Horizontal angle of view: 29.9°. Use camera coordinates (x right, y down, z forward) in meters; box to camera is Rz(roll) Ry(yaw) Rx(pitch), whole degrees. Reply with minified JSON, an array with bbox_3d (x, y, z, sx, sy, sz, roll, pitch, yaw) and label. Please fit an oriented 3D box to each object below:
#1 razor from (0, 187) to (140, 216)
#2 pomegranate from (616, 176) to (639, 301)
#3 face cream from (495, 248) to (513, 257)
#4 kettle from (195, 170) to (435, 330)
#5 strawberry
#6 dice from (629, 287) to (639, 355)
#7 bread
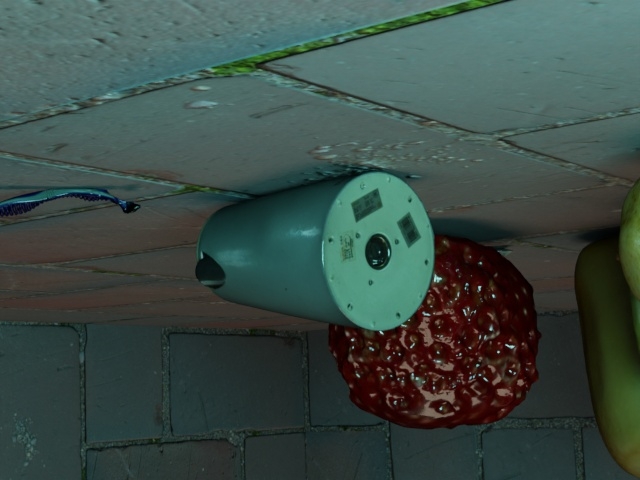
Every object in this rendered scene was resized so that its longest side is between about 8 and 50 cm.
[{"bbox_3d":[-0.264,-0.040,1.234,0.154,0.028,0.044,-2,177,-12],"label":"razor"},{"bbox_3d":[0.374,0.000,1.088,0.207,0.207,0.207,-2,173,0],"label":"pomegranate"},{"bbox_3d":[0.282,0.026,1.931,0.038,0.020,0.115,-1,172,-1],"label":"face cream"},{"bbox_3d":[0.000,0.000,1.298,0.210,0.160,0.243,-32,-160,-37],"label":"kettle"},{"bbox_3d":[0.147,0.112,1.688,0.317,0.295,0.345,33,169,26],"label":"strawberry"},{"bbox_3d":[0.519,0.063,1.466,0.238,0.233,0.226,-7,171,28],"label":"dice"},{"bbox_3d":[0.534,0.169,1.769,0.347,0.376,0.253,7,151,-24],"label":"bread"}]
